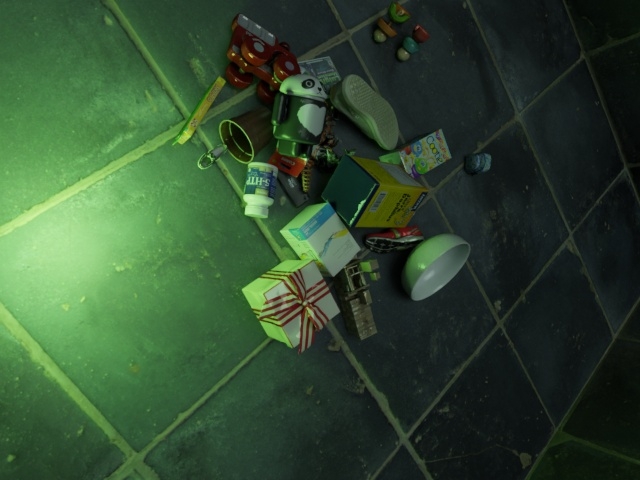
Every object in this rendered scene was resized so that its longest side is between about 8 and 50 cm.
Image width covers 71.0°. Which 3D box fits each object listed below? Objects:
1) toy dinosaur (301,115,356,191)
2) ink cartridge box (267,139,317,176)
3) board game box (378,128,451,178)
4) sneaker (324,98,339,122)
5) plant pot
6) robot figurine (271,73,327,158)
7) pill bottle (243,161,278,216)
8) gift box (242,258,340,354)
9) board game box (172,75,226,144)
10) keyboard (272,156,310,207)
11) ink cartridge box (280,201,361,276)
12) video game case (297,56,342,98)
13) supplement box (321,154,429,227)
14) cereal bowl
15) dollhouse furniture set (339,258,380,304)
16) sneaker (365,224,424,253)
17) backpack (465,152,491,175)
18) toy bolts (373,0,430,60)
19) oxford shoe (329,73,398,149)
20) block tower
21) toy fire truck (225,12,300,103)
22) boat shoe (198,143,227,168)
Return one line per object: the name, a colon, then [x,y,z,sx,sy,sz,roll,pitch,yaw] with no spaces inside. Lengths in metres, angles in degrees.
toy dinosaur: [0.000,-0.333,1.764,0.218,0.164,0.322,26,89,-13]
ink cartridge box: [-0.104,-0.344,1.686,0.145,0.045,0.179,28,75,20]
board game box: [0.420,-0.367,1.983,0.275,0.144,0.142,-31,104,-26]
sneaker: [0.057,-0.553,1.826,0.061,0.064,0.158,-8,93,-30]
plant pot: [-0.245,-0.390,1.605,0.165,0.167,0.167,-44,109,-32]
robot figurine: [-0.069,-0.429,1.555,0.173,0.209,0.279,10,103,0]
pill bottle: [-0.220,-0.181,1.631,0.111,0.112,0.187,10,84,-29]
gift box: [-0.111,0.234,1.599,0.276,0.258,0.255,-39,107,-26]
board game box: [-0.413,-0.431,1.520,0.039,0.124,0.260,37,72,-24]
keyboard: [-0.107,-0.230,1.749,0.100,0.038,0.192,-33,102,-9]
ink cartridge box: [0.000,0.000,1.718,0.168,0.171,0.233,-44,108,-23]
video game case: [-0.004,-0.645,1.790,0.190,0.022,0.173,-23,83,-29]
supplement box: [0.217,-0.182,1.746,0.356,0.194,0.195,-1,130,-45]
cereal bowl: [0.477,0.096,1.949,0.338,0.141,0.339,-28,146,-21]
dollhouse furniture set: [0.157,0.172,1.704,0.101,0.161,0.182,-21,97,-28]
sneaker: [0.313,-0.018,1.953,0.278,0.107,0.119,-2,57,-21]
backpack: [0.771,-0.380,2.201,0.084,0.114,0.105,6,86,-30]
toy bolts: [0.351,-0.921,1.995,0.228,0.158,0.218,36,31,-14]
oxford shoe: [0.190,-0.521,1.851,0.449,0.130,0.169,29,70,-48]
block tower: [0.131,0.230,1.834,0.090,0.097,0.336,-19,96,-29]
toy fire truck: [-0.195,-0.670,1.644,0.302,0.169,0.254,22,59,-27]
boat shoe: [-0.379,-0.299,1.586,0.125,0.038,0.046,-42,108,-24]
